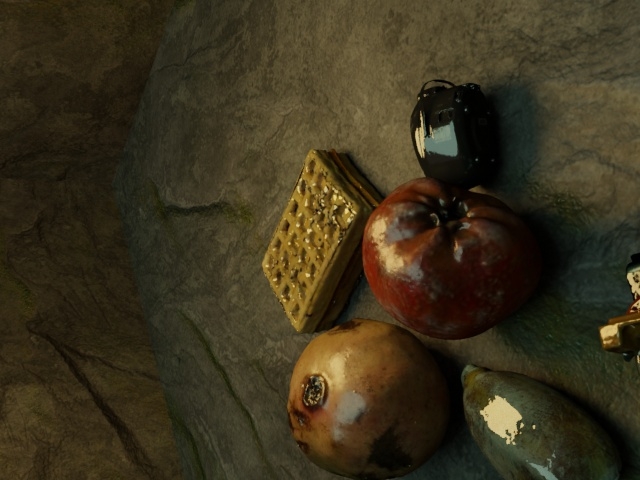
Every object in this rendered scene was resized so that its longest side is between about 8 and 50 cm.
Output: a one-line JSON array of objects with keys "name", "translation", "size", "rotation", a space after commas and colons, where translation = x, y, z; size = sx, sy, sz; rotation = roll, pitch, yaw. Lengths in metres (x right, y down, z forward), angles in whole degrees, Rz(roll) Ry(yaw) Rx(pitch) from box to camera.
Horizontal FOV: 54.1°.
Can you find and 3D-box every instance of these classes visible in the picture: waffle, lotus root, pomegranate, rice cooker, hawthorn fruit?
[{"name": "waffle", "translation": [0.000, 0.000, 1.462], "size": [0.261, 0.114, 0.376], "rotation": [57, 134, 42]}, {"name": "lotus root", "translation": [0.312, 0.292, 0.985], "size": [0.322, 0.140, 0.158], "rotation": [38, 121, 52]}, {"name": "pomegranate", "translation": [0.086, 0.302, 1.198], "size": [0.322, 0.322, 0.321], "rotation": [1, 91, 55]}, {"name": "rice cooker", "translation": [0.234, -0.184, 1.094], "size": [0.118, 0.142, 0.202], "rotation": [-11, 89, 45]}, {"name": "hawthorn fruit", "translation": [0.207, 0.028, 1.030], "size": [0.284, 0.285, 0.284], "rotation": [1, 91, 55]}]

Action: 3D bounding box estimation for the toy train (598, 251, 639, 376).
[{"name": "toy train", "translation": [0.503, 0.055, 0.693], "size": [0.369, 0.163, 0.231], "rotation": [-31, 53, 52]}]
